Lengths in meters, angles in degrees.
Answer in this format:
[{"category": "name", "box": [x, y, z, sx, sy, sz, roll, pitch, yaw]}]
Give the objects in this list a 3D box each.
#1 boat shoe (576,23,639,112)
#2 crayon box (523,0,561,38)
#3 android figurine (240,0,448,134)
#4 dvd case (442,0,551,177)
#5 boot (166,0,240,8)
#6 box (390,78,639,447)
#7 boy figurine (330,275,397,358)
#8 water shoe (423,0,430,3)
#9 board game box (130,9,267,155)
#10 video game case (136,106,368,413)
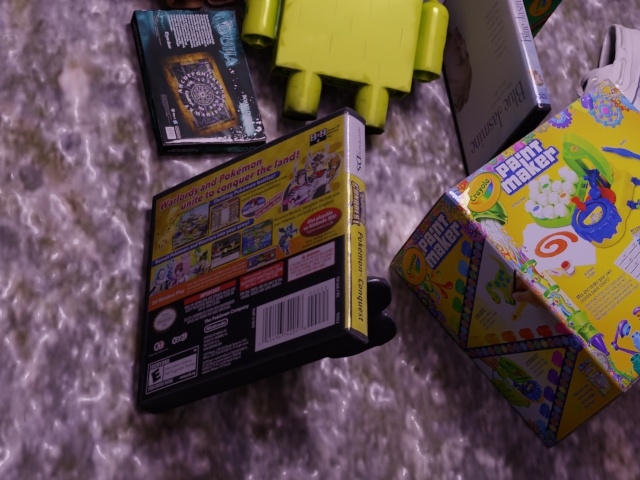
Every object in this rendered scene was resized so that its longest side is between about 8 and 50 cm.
[{"category": "boat shoe", "box": [0.367, -0.181, 1.742, 0.084, 0.095, 0.258, 27, 46, 0]}, {"category": "crayon box", "box": [0.221, -0.381, 1.746, 0.081, 0.165, 0.278, 3, 61, -19]}, {"category": "android figurine", "box": [0.033, -0.268, 1.629, 0.248, 0.056, 0.273, 8, 80, -11]}, {"category": "dvd case", "box": [0.198, -0.213, 1.633, 0.022, 0.180, 0.253, 1, 62, -22]}, {"category": "boot", "box": [-0.114, -0.402, 1.671, 0.283, 0.109, 0.220, -18, 73, -34]}, {"category": "box", "box": [0.292, 0.020, 1.540, 0.290, 0.177, 0.279, -34, 78, -31]}, {"category": "boy figurine", "box": [0.000, 0.000, 1.460, 0.092, 0.177, 0.285, -15, 39, -4]}, {"category": "water shoe", "box": [0.106, -0.336, 1.741, 0.080, 0.073, 0.203, 1, 71, -24]}, {"category": "board game box", "box": [-0.141, -0.185, 1.584, 0.126, 0.026, 0.186, -3, 63, -22]}, {"category": "video game case", "box": [-0.069, 0.022, 1.363, 0.035, 0.275, 0.248, 31, 49, -42]}]
